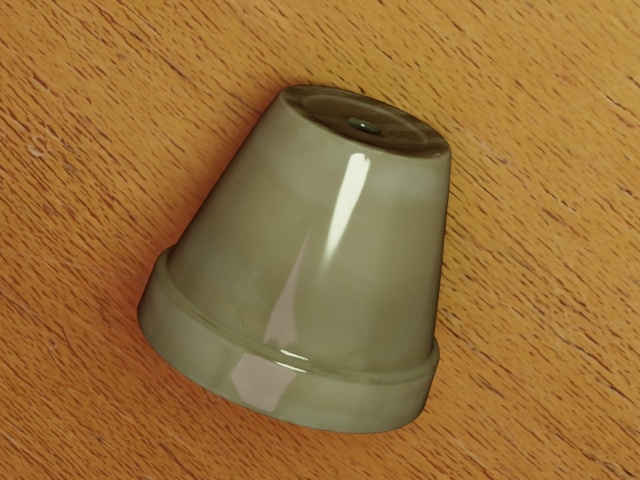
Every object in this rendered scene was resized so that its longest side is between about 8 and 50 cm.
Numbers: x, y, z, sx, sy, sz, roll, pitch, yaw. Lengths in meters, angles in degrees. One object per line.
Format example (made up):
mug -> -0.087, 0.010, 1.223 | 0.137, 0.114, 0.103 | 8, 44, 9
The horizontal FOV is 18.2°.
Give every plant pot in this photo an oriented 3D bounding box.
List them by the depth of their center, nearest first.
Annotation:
plant pot -> 0.000, 0.000, 2.082 | 0.323, 0.323, 0.280 | 22, 110, 9
